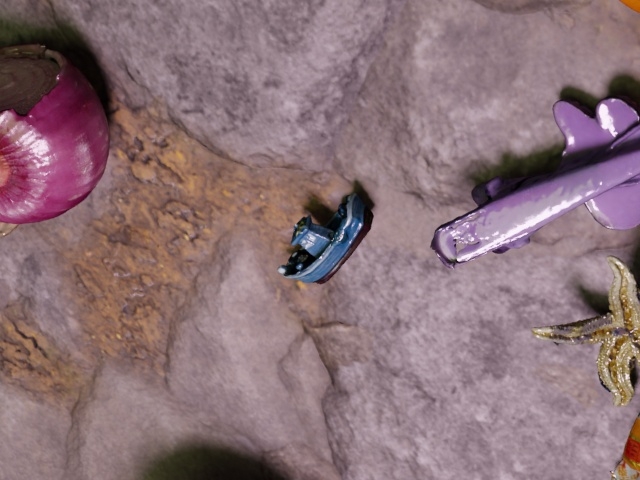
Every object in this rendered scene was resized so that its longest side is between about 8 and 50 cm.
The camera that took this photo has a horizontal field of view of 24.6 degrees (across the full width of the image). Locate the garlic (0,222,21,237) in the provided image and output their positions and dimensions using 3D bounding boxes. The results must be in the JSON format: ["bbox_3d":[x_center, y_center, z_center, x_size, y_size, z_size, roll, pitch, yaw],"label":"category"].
[{"bbox_3d":[-0.457,-0.105,1.694,0.267,0.148,0.128,57,163,-17],"label":"garlic"}]

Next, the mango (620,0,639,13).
[{"bbox_3d":[0.324,-0.240,1.196,0.217,0.102,0.141,14,100,17],"label":"mango"}]

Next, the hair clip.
[{"bbox_3d":[0.231,-0.059,1.365,0.278,0.090,0.137,-25,91,28],"label":"hair clip"}]

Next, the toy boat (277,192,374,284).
[{"bbox_3d":[0.000,0.000,1.529,0.060,0.060,0.137,28,136,-13],"label":"toy boat"}]

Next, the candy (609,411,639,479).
[{"bbox_3d":[0.333,0.198,1.471,0.053,0.046,0.182,33,143,19],"label":"candy"}]

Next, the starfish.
[{"bbox_3d":[0.315,0.090,1.416,0.176,0.053,0.208,-21,130,28],"label":"starfish"}]

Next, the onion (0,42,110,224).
[{"bbox_3d":[-0.325,-0.104,1.579,0.207,0.200,0.201,-22,109,2],"label":"onion"}]
